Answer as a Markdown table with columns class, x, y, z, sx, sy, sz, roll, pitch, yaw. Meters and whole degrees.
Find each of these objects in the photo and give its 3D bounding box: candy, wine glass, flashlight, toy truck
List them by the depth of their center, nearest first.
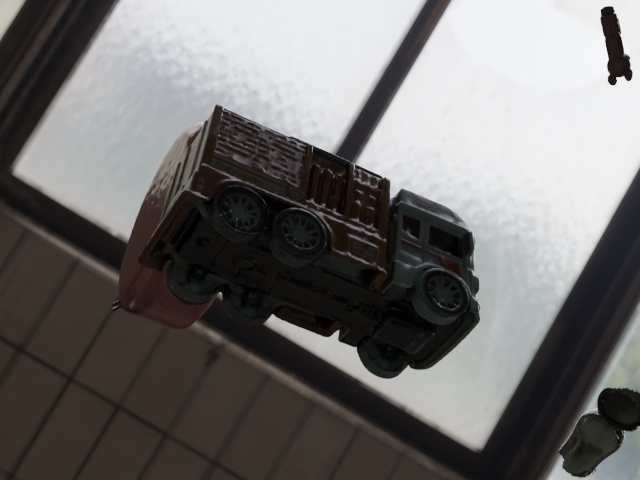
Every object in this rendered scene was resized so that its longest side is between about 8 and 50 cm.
| class | x | y | z | sx | sy | sz | roll | pitch | yaw |
| --- | --- | --- | --- | --- | --- | --- | --- | --- | --- |
| wine glass | 0.205 | 0.142 | 0.988 | 0.039 | 0.042 | 0.083 | 47 | -36 | 21 |
| toy truck | 0.000 | 0.000 | 1.277 | 0.305 | 0.162 | 0.136 | 23 | -40 | -15 |
| candy | -0.160 | -0.011 | 1.598 | 0.094 | 0.255 | 0.255 | 22 | -5 | -17 |
| flashlight | 0.414 | -0.274 | 1.898 | 0.031 | 0.110 | 0.052 | -11 | 0 | -30 |
